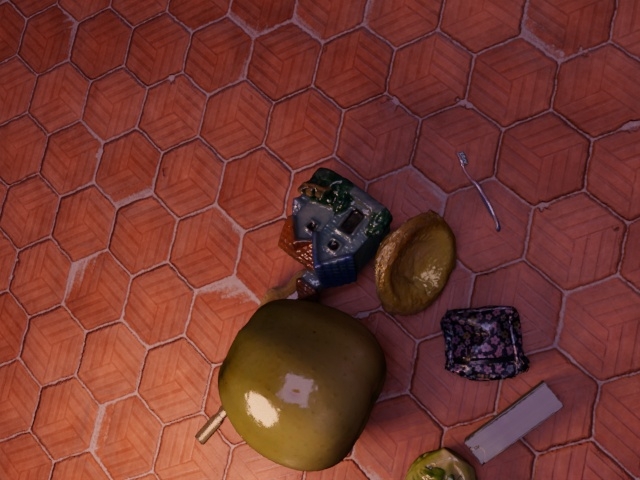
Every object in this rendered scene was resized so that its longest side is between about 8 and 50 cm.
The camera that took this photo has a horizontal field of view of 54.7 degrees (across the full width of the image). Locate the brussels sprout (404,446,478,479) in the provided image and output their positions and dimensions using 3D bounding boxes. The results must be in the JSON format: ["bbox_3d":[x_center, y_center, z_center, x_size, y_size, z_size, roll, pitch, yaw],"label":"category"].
[{"bbox_3d":[0.322,0.671,1.661,0.223,0.161,0.223,-9,61,17],"label":"brussels sprout"}]

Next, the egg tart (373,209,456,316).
[{"bbox_3d":[0.251,0.058,1.742,0.120,0.315,0.315,28,90,48],"label":"egg tart"}]

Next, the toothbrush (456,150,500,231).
[{"bbox_3d":[0.467,-0.147,1.822,0.027,0.021,0.269,-28,75,16],"label":"toothbrush"}]

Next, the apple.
[{"bbox_3d":[-0.052,0.379,1.670,0.473,0.473,0.474,-3,80,16],"label":"apple"}]

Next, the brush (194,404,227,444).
[{"bbox_3d":[-0.308,0.538,1.936,0.043,0.036,0.248,43,95,23],"label":"brush"}]

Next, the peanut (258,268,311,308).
[{"bbox_3d":[-0.099,0.178,1.894,0.236,0.110,0.120,-45,59,4],"label":"peanut"}]

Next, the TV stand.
[{"bbox_3d":[0.518,0.491,1.666,0.269,0.088,0.083,-39,74,8],"label":"TV stand"}]

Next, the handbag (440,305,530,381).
[{"bbox_3d":[0.450,0.285,1.701,0.228,0.127,0.208,-6,86,15],"label":"handbag"}]

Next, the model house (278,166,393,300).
[{"bbox_3d":[0.000,0.000,1.785,0.294,0.252,0.329,39,81,19],"label":"model house"}]
